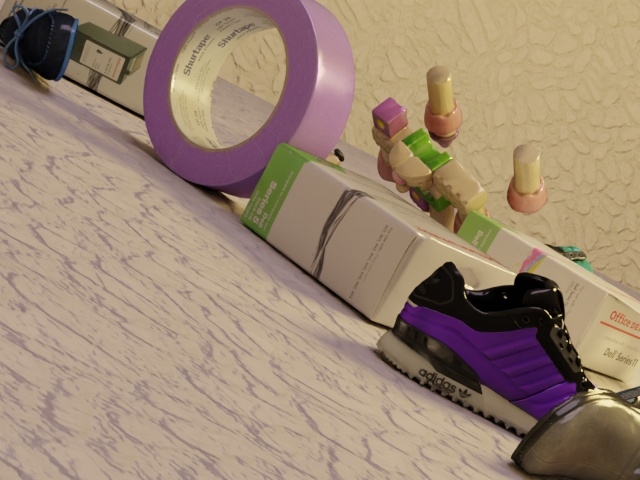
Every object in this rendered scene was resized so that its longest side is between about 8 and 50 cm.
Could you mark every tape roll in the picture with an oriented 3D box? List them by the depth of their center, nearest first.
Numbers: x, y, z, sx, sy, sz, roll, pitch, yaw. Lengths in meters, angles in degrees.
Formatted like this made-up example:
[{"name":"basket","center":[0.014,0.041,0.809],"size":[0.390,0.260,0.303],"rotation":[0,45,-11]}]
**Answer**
[{"name":"tape roll","center":[-0.093,-0.195,1.839],"size":[0.275,0.275,0.090],"rotation":[35,10,35]}]

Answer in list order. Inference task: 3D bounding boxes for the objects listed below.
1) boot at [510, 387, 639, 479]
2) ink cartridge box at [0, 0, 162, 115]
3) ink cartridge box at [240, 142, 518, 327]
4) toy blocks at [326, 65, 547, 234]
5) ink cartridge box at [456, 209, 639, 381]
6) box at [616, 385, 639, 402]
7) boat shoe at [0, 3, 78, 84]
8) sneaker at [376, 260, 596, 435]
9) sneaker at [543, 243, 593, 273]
[{"name":"boot","center":[0.296,0.218,1.310],"size":[0.246,0.083,0.161],"rotation":[3,40,-46]},{"name":"ink cartridge box","center":[-0.341,-0.303,2.210],"size":[0.289,0.121,0.211],"rotation":[27,8,-13]},{"name":"ink cartridge box","center":[0.068,0.009,1.700],"size":[0.198,0.115,0.273],"rotation":[21,11,-43]},{"name":"toy blocks","center":[0.172,-0.067,2.372],"size":[0.288,0.309,0.260],"rotation":[47,-16,31]},{"name":"ink cartridge box","center":[0.372,0.100,2.175],"size":[0.353,0.119,0.207],"rotation":[34,9,40]},{"name":"box","center":[0.475,0.232,1.700],"size":[0.233,0.044,0.159],"rotation":[26,-25,-16]},{"name":"boat shoe","center":[-0.392,-0.265,1.964],"size":[0.089,0.109,0.258],"rotation":[18,-5,-21]},{"name":"sneaker","center":[0.215,0.114,1.438],"size":[0.293,0.146,0.102],"rotation":[27,8,-14]},{"name":"sneaker","center":[0.394,0.065,2.508],"size":[0.178,0.124,0.295],"rotation":[18,9,-10]}]
